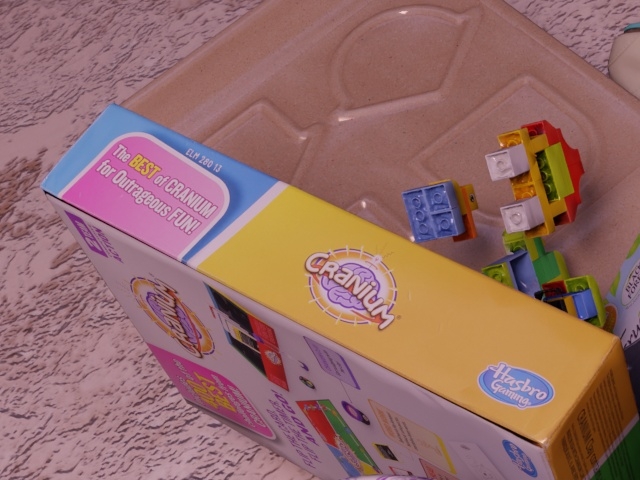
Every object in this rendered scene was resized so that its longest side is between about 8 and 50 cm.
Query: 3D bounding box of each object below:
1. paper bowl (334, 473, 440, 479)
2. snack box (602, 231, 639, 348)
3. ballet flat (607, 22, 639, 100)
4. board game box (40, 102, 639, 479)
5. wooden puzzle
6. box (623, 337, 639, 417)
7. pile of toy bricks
[{"bbox_3d":[0.058,0.252,0.735,0.284,0.148,0.284,-14,68,38],"label":"paper bowl"},{"bbox_3d":[0.217,0.047,0.964,0.100,0.037,0.141,-64,23,15],"label":"snack box"},{"bbox_3d":[0.311,-0.106,1.122,0.248,0.086,0.086,0,45,35],"label":"ballet flat"},{"bbox_3d":[0.022,0.072,0.886,0.316,0.242,0.064,26,68,30],"label":"board game box"},{"bbox_3d":[0.045,-0.034,1.155,0.322,0.080,0.348,-38,58,-12],"label":"wooden puzzle"},{"bbox_3d":[0.246,0.135,0.804,0.108,0.153,0.207,-32,38,-6],"label":"box"},{"bbox_3d":[0.127,0.039,0.999,0.118,0.212,0.105,-12,6,38],"label":"pile of toy bricks"}]
